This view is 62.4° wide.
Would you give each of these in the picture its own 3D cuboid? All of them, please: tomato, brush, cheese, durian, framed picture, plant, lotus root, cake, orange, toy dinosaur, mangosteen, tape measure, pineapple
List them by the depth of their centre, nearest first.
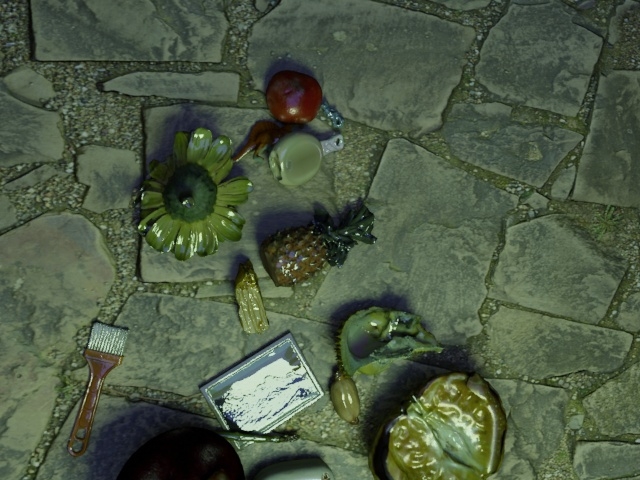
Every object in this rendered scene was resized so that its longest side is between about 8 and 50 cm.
[{"bbox_3d":[-0.274,0.568,1.128,0.346,0.307,0.307,12,82,25],"label":"mangosteen"},{"bbox_3d":[-0.330,-0.098,1.240,0.261,0.297,0.306,-4,105,21],"label":"plant"},{"bbox_3d":[-0.536,0.356,1.252,0.090,0.017,0.315,15,83,-8],"label":"brush"},{"bbox_3d":[-0.070,0.676,1.273,0.258,0.130,0.265,-16,89,-11],"label":"tape measure"},{"bbox_3d":[0.294,0.505,1.317,0.368,0.210,0.271,-41,72,-13],"label":"orange"},{"bbox_3d":[-0.185,0.139,1.333,0.079,0.116,0.185,-20,122,-9],"label":"cake"},{"bbox_3d":[0.161,0.255,1.335,0.306,0.166,0.172,-2,89,-22],"label":"durian"},{"bbox_3d":[-0.142,0.380,1.335,0.265,0.018,0.192,-31,94,-13],"label":"framed picture"},{"bbox_3d":[0.000,0.000,1.340,0.309,0.141,0.170,-23,66,-20],"label":"pineapple"},{"bbox_3d":[0.062,0.399,1.354,0.073,0.062,0.151,-16,90,-20],"label":"lotus root"},{"bbox_3d":[-0.142,-0.262,1.363,0.211,0.057,0.143,3,74,-13],"label":"toy dinosaur"},{"bbox_3d":[-0.065,-0.379,1.365,0.155,0.069,0.156,4,73,-13],"label":"tomato"},{"bbox_3d":[-0.028,-0.225,1.365,0.227,0.064,0.137,-28,127,-31],"label":"cheese"}]

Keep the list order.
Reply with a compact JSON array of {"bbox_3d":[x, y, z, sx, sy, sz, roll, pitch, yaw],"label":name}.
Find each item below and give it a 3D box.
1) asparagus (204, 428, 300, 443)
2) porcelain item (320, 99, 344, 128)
[{"bbox_3d":[-0.170,0.484,1.302,0.248,0.025,0.024,8,43,-12],"label":"asparagus"},{"bbox_3d":[0.034,-0.336,1.420,0.036,0.028,0.083,-39,96,5],"label":"porcelain item"}]
